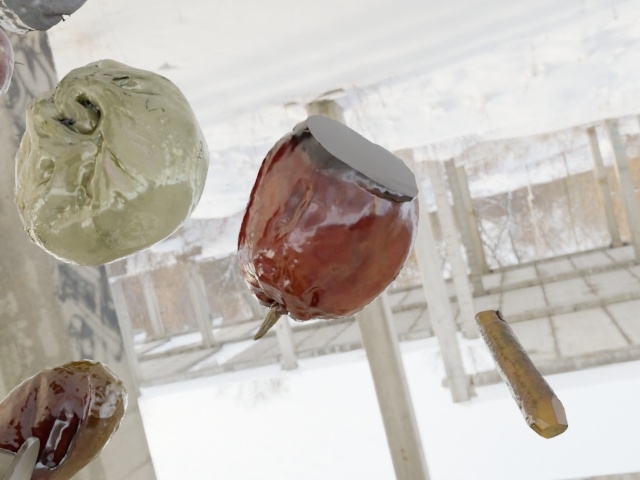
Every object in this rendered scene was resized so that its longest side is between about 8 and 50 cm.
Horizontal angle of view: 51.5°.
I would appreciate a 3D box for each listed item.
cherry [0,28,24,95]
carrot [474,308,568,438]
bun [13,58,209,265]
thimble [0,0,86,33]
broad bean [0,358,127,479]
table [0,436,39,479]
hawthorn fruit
[{"bbox_3d":[-0.941,-0.476,1.739,0.307,0.221,0.261,5,176,-29],"label":"cherry"},{"bbox_3d":[0.343,0.223,1.154,0.070,0.070,0.260,-14,-138,-7],"label":"carrot"},{"bbox_3d":[-0.353,-0.136,1.111,0.326,0.362,0.234,20,158,13],"label":"bun"},{"bbox_3d":[-0.368,-0.367,0.808,0.236,0.205,0.172,-11,138,28],"label":"thimble"},{"bbox_3d":[-0.392,0.272,0.972,0.228,0.156,0.122,-44,-178,-18],"label":"broad bean"},{"bbox_3d":[-0.460,0.268,0.740,0.226,0.167,0.167,21,176,-8],"label":"table"},{"bbox_3d":[0.000,0.000,0.706,0.189,0.251,0.189,22,180,0],"label":"hawthorn fruit"}]
